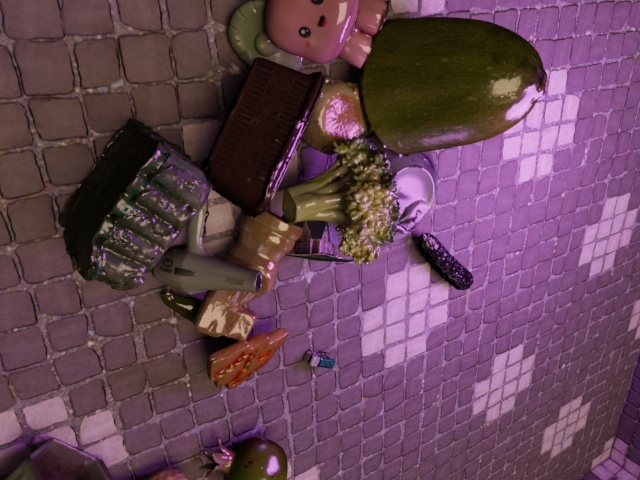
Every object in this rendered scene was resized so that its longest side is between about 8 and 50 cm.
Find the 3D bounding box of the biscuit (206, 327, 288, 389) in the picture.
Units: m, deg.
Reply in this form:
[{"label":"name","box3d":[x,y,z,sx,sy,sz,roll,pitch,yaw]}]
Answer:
[{"label":"biscuit","box3d":[-0.180,0.280,1.166,0.212,0.041,0.238,-43,157,11]}]

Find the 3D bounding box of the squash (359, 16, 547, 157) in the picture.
[{"label":"squash","box3d":[0.291,-0.329,1.045,0.310,0.308,0.311,-7,101,-42]}]

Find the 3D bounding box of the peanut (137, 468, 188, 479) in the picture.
[{"label":"peanut","box3d":[-0.447,0.619,1.176,0.274,0.111,0.125,-7,149,-25]}]

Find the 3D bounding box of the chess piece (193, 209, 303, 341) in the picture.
[{"label":"chess piece","box3d":[-0.162,0.073,1.082,0.137,0.137,0.301,28,91,-38]}]

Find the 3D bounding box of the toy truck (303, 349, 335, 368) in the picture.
[{"label":"toy truck","box3d":[-0.002,0.325,1.363,0.083,0.044,0.039,20,96,-37]}]

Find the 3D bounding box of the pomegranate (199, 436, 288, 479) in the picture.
[{"label":"pomegranate","box3d":[-0.194,0.584,1.289,0.224,0.181,0.182,32,92,-16]}]

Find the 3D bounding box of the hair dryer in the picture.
[{"label":"hair dryer","box3d":[-0.198,-0.001,0.998,0.267,0.229,0.092,-66,168,7]}]

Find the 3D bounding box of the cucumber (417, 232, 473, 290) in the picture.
[{"label":"cucumber","box3d":[0.354,0.058,1.457,0.300,0.072,0.072,39,88,-38]}]

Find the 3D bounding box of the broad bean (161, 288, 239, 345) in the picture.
[{"label":"broad bean","box3d":[-0.245,0.185,1.147,0.060,0.043,0.297,-42,128,2]}]

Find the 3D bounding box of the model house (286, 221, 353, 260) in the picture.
[{"label":"model house","box3d":[0.000,0.000,1.179,0.167,0.117,0.088,13,78,-54]}]

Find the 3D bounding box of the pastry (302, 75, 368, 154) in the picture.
[{"label":"pastry","box3d":[0.025,-0.269,1.088,0.165,0.088,0.166,-15,119,-29]}]

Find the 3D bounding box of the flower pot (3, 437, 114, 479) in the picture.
[{"label":"flower pot","box3d":[-0.548,0.547,1.005,0.190,0.209,0.239,-46,123,-7]}]

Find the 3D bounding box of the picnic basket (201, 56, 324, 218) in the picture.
[{"label":"picnic basket","box3d":[-0.122,-0.202,0.952,0.129,0.222,0.297,26,81,-17]}]

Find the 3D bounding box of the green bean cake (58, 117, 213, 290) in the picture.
[{"label":"green bean cake","box3d":[-0.323,-0.063,0.861,0.132,0.241,0.255,34,90,-43]}]

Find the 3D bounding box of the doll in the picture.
[{"label":"doll","box3d":[-0.021,-0.437,0.946,0.268,0.216,0.284,18,121,-15]}]

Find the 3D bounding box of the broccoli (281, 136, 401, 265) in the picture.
[{"label":"broccoli","box3d":[0.036,-0.074,1.052,0.243,0.247,0.263,-10,92,-27]}]

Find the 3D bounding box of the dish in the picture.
[{"label":"dish","box3d":[0.191,-0.114,1.252,0.316,0.106,0.317,-14,118,-28]}]
